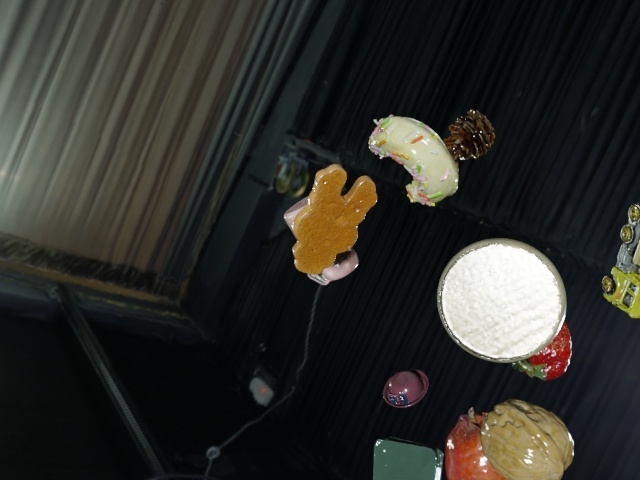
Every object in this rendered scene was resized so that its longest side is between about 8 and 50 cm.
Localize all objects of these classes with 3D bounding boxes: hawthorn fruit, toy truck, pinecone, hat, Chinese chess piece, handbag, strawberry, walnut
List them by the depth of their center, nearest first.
[{"bbox_3d":[0.361,0.120,1.126,0.250,0.250,0.103,26,-171,18],"label":"Chinese chess piece"},{"bbox_3d":[0.489,0.482,1.324,0.213,0.213,0.213,24,-175,-2],"label":"walnut"},{"bbox_3d":[1.085,0.063,1.802,0.180,0.405,0.254,1,-151,-8],"label":"toy truck"},{"bbox_3d":[0.523,0.669,1.808,0.276,0.307,0.276,-15,-169,3],"label":"hawthorn fruit"},{"bbox_3d":[0.315,0.877,2.061,0.247,0.260,0.079,1,168,29],"label":"handbag"},{"bbox_3d":[0.909,0.423,2.272,0.257,0.277,0.257,35,160,15],"label":"strawberry"},{"bbox_3d":[0.603,-0.423,2.281,0.179,0.204,0.184,68,-178,-58],"label":"pinecone"},{"bbox_3d":[0.349,0.599,2.315,0.205,0.205,0.089,32,149,59],"label":"hat"}]

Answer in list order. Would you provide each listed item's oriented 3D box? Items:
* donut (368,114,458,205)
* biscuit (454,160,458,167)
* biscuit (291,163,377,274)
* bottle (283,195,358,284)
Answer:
[{"bbox_3d":[0.336,-0.273,1.970,0.371,0.150,0.307,49,167,-20],"label":"donut"},{"bbox_3d":[0.556,-0.330,2.446,0.091,0.078,0.015,51,-168,27],"label":"biscuit"},{"bbox_3d":[0.024,-0.051,1.575,0.202,0.334,0.047,15,-157,-26],"label":"biscuit"},{"bbox_3d":[0.000,0.000,1.951,0.297,0.206,0.173,59,-168,-15],"label":"bottle"}]
